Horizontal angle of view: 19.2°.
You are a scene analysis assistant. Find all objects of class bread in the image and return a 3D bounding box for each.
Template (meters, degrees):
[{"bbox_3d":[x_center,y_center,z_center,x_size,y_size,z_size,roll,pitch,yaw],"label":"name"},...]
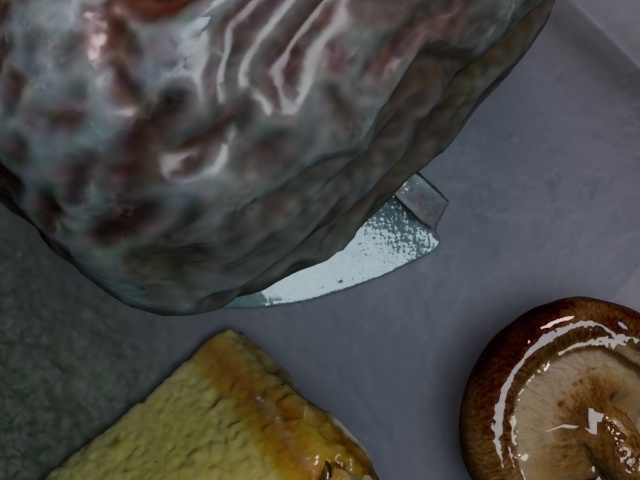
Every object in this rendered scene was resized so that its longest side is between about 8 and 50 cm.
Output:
[{"bbox_3d":[-0.047,0.136,0.934,0.147,0.127,0.152,-35,61,-6],"label":"bread"}]

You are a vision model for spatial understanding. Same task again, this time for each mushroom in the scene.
[{"bbox_3d":[0.130,0.088,0.963,0.127,0.087,0.127,-1,94,-17],"label":"mushroom"}]

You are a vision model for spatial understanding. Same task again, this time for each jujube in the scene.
[{"bbox_3d":[-0.029,-0.114,0.861,0.317,0.226,0.226,-44,101,-2],"label":"jujube"}]

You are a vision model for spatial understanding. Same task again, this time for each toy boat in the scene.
[{"bbox_3d":[0.000,0.000,0.964,0.096,0.034,0.122,41,92,-11],"label":"toy boat"}]
